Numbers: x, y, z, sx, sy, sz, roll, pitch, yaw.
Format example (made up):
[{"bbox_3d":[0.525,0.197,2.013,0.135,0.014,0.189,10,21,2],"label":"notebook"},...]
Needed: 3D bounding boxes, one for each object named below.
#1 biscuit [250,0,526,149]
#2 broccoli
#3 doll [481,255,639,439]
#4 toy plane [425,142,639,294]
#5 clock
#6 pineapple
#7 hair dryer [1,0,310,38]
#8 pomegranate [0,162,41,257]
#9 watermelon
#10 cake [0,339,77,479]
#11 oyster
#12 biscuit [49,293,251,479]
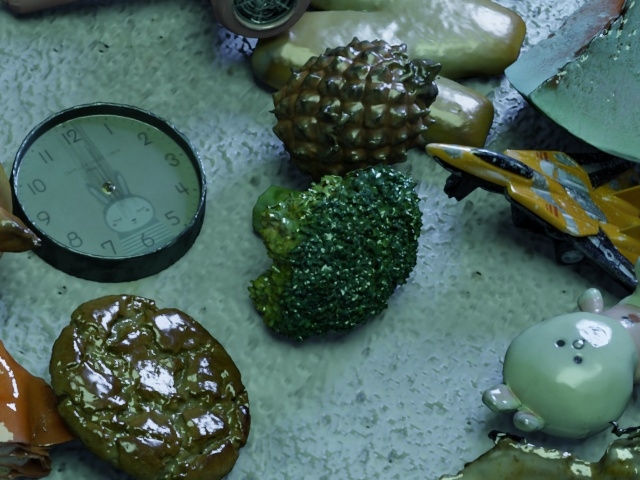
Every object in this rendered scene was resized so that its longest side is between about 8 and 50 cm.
[{"bbox_3d":[0.084,-0.228,2.151,0.291,0.062,0.237,24,55,3],"label":"biscuit"},{"bbox_3d":[0.000,0.000,1.948,0.194,0.194,0.219,33,79,11],"label":"broccoli"},{"bbox_3d":[0.289,0.129,1.930,0.275,0.113,0.155,-34,60,-22],"label":"doll"},{"bbox_3d":[0.237,-0.046,2.016,0.316,0.103,0.204,13,52,-23],"label":"toy plane"},{"bbox_3d":[-0.227,-0.056,1.978,0.215,0.042,0.215,5,55,-8],"label":"clock"},{"bbox_3d":[0.048,-0.146,1.990,0.193,0.166,0.166,-29,57,21],"label":"pineapple"},{"bbox_3d":[-0.195,-0.303,2.104,0.352,0.125,0.210,-15,44,-5],"label":"hair dryer"},{"bbox_3d":[-0.405,-0.025,1.821,0.207,0.207,0.207,6,55,-8],"label":"pomegranate"},{"bbox_3d":[0.376,-0.218,2.114,0.320,0.213,0.289,9,31,3],"label":"watermelon"},{"bbox_3d":[-0.381,0.174,1.756,0.287,0.098,0.135,-8,66,-24],"label":"cake"},{"bbox_3d":[0.249,0.263,1.799,0.337,0.133,0.197,-17,48,-12],"label":"oyster"},{"bbox_3d":[-0.165,0.145,1.817,0.226,0.042,0.226,21,43,-22],"label":"biscuit"}]
